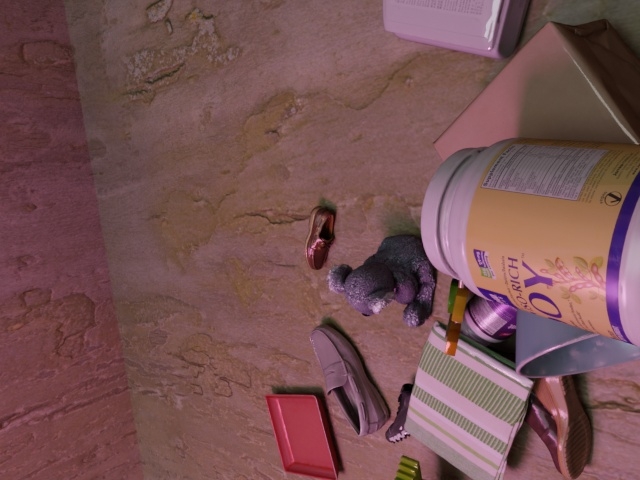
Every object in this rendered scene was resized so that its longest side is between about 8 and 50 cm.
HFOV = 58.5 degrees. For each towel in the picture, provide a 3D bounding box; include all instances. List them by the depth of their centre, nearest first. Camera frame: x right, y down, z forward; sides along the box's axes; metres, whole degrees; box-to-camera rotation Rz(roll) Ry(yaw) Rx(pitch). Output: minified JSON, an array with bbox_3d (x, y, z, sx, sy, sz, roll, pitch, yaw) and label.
[{"bbox_3d":[0.306,0.351,1.212,0.247,0.038,0.325,28,127,34],"label":"towel"}]

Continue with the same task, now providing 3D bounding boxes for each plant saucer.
[{"bbox_3d":[-0.051,0.592,1.756,0.258,0.047,0.259,-16,88,48],"label":"plant saucer"}]

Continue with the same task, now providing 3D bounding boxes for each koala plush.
[{"bbox_3d":[0.134,0.095,1.301,0.196,0.221,0.204,31,121,38],"label":"koala plush"}]

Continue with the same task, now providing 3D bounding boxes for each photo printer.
[{"bbox_3d":[0.253,-0.505,1.102,0.307,0.107,0.256,28,119,40],"label":"photo printer"}]

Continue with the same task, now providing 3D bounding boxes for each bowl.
[{"bbox_3d":[0.456,0.106,0.945,0.311,0.311,0.163,-40,50,44],"label":"bowl"}]

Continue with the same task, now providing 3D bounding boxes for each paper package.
[{"bbox_3d":[0.397,-0.149,0.969,0.310,0.168,0.325,62,145,15],"label":"paper package"}]

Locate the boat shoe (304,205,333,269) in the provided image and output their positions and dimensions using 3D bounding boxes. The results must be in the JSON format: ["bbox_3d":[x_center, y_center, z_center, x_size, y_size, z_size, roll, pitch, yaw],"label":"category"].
[{"bbox_3d":[0.000,0.000,1.534,0.060,0.064,0.178,23,114,43],"label":"boat shoe"}]

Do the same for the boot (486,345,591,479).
[{"bbox_3d":[0.434,0.343,1.175,0.206,0.090,0.249,0,104,60],"label":"boot"}]

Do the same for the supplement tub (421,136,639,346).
[{"bbox_3d":[0.327,-0.014,0.769,0.331,0.241,0.241,16,112,50],"label":"supplement tub"}]

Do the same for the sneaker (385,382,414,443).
[{"bbox_3d":[0.224,0.408,1.400,0.106,0.078,0.234,56,130,24],"label":"sneaker"}]

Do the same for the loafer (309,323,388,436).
[{"bbox_3d":[0.059,0.370,1.533,0.319,0.111,0.112,54,133,22],"label":"loafer"}]

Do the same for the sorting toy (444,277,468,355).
[{"bbox_3d":[0.267,0.072,1.098,0.041,0.307,0.229,12,115,15],"label":"sorting toy"}]

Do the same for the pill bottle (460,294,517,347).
[{"bbox_3d":[0.361,0.138,1.156,0.108,0.108,0.193,54,133,22],"label":"pill bottle"}]

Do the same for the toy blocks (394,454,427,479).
[{"bbox_3d":[0.176,0.725,1.271,0.190,0.260,0.382,5,113,44],"label":"toy blocks"}]
